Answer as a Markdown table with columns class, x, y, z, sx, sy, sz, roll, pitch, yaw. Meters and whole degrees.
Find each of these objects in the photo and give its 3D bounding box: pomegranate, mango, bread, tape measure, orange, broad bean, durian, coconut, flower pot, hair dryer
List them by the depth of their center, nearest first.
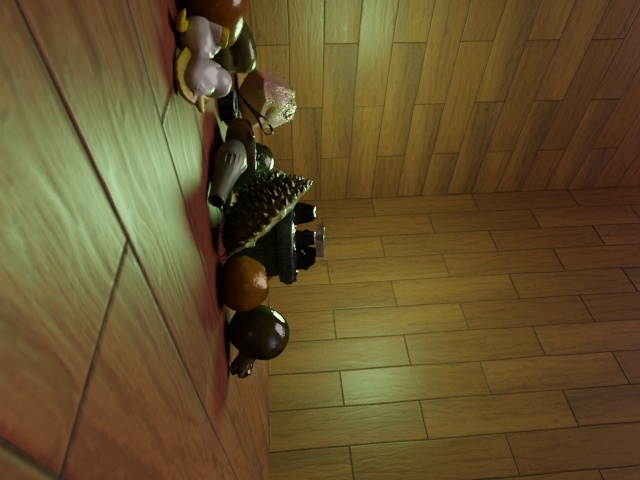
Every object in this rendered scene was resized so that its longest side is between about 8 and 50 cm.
| class | x | y | z | sx | sy | sz | roll | pitch | yaw |
| --- | --- | --- | --- | --- | --- | --- | --- | --- | --- |
| mango | -0.213 | -0.471 | 0.889 | 0.221 | 0.120 | 0.152 | 129 | -54 | -70 |
| hair dryer | -0.250 | -0.129 | 1.127 | 0.219 | 0.088 | 0.225 | -87 | -168 | -62 |
| orange | -0.202 | 0.114 | 1.169 | 0.156 | 0.134 | 0.157 | -170 | -90 | -86 |
| durian | -0.130 | -0.083 | 1.188 | 0.352 | 0.158 | 0.169 | -47 | 146 | -42 |
| broad bean | -0.256 | -0.558 | 1.202 | 0.263 | 0.121 | 0.189 | -117 | -164 | -44 |
| pomegranate | -0.196 | 0.276 | 1.263 | 0.179 | 0.210 | 0.179 | 42 | -26 | 26 |
| bread | -0.238 | -0.245 | 1.265 | 0.228 | 0.033 | 0.229 | 19 | -69 | 60 |
| tape measure | -0.222 | -0.395 | 1.331 | 0.107 | 0.179 | 0.104 | 141 | -37 | -84 |
| flower pot | -0.149 | 0.013 | 1.432 | 0.299 | 0.282 | 0.299 | 176 | -90 | -86 |
| pomegranate | -0.238 | -0.231 | 1.441 | 0.131 | 0.151 | 0.191 | -111 | -142 | -53 |
| coconut | -0.239 | -0.595 | 1.865 | 0.233 | 0.245 | 0.233 | 9 | -77 | 44 |

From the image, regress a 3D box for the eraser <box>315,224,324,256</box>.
| class | x | y | z | sx | sy | sz | roll | pitch | yaw |
| --- | --- | --- | --- | --- | --- | --- | --- | --- | --- |
| eraser | 0.000 | 0.000 | 1.359 | 0.105 | 0.026 | 0.065 | -87 | 177 | -58 |

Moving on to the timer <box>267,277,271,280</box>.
| class | x | y | z | sx | sy | sz | roll | pitch | yaw |
| --- | --- | --- | --- | --- | --- | --- | --- | --- | --- |
| timer | -0.259 | 0.092 | 1.705 | 0.152 | 0.132 | 0.132 | 30 | 54 | -67 |

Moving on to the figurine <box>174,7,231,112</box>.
| class | x | y | z | sx | sy | sz | roll | pitch | yaw |
| --- | --- | --- | --- | --- | --- | --- | --- | --- | --- |
| figurine | -0.227 | -0.326 | 0.822 | 0.129 | 0.109 | 0.178 | -12 | 100 | -67 |

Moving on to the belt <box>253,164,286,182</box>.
| class | x | y | z | sx | sy | sz | roll | pitch | yaw |
| --- | --- | --- | --- | --- | --- | --- | --- | --- | --- |
| belt | -0.224 | -0.192 | 1.815 | 0.258 | 0.207 | 0.150 | 80 | 6 | -53 |

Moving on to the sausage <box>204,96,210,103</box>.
| class | x | y | z | sx | sy | sz | roll | pitch | yaw |
| --- | --- | --- | --- | --- | --- | --- | --- | --- | --- |
| sausage | -0.252 | -0.304 | 0.910 | 0.107 | 0.031 | 0.031 | -118 | -155 | -79 |
